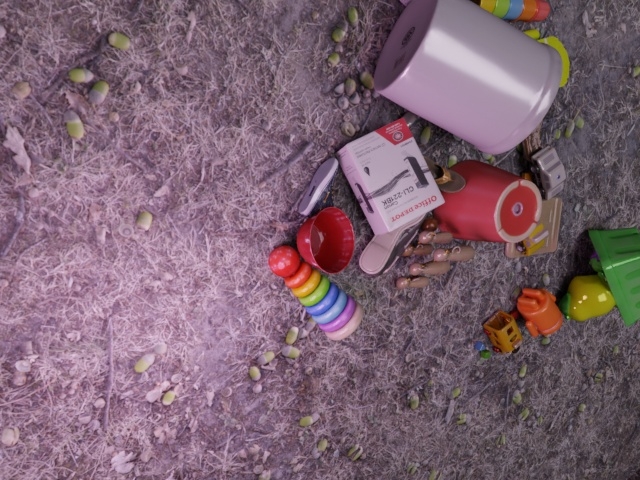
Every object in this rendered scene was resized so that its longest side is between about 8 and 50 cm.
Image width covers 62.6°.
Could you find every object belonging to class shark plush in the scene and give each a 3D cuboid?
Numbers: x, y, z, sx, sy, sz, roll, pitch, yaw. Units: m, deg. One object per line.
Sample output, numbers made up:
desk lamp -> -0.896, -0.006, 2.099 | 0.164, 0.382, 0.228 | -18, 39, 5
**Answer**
shark plush -> 0.269, -0.339, 1.583 | 0.067, 0.073, 0.161 | 32, 81, -60

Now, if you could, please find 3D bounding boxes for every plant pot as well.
plant pot -> 0.538, -0.113, 1.669 | 0.275, 0.243, 0.275 | -7, 105, -26

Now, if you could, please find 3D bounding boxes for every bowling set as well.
bowling set -> 0.320, 0.026, 1.656 | 0.154, 0.287, 0.200 | -2, 61, -34

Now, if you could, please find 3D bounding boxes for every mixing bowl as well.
mixing bowl -> 0.000, 0.000, 1.457 | 0.181, 0.098, 0.181 | 1, 88, -47

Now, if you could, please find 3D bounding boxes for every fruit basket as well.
fruit basket -> 1.114, 0.168, 2.074 | 0.392, 0.283, 0.392 | 6, 129, 7

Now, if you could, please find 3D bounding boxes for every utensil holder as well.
utensil holder -> 0.385, -0.460, 1.427 | 0.385, 0.327, 0.327 | 23, 92, -18

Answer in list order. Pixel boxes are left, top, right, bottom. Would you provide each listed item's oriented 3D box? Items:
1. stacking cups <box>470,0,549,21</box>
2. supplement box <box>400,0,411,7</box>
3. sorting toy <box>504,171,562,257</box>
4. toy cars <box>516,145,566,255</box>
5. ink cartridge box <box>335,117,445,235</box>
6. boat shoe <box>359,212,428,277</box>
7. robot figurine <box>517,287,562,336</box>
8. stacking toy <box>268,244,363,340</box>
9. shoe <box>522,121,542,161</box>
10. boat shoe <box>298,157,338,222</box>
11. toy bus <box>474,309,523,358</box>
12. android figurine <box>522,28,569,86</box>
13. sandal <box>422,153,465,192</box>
stacking cups -> 0.580, -0.720, 1.616 | 0.316, 0.096, 0.096 | -8, 106, -25
supplement box -> 0.312, -0.687, 1.496 | 0.188, 0.081, 0.104 | 31, 88, -30
sorting toy -> 0.775, -0.097, 1.917 | 0.229, 0.041, 0.307 | -5, 105, -22
toy cars -> 0.767, -0.124, 1.818 | 0.176, 0.087, 0.393 | 5, 106, -28
ink cartridge box -> 0.197, -0.176, 1.495 | 0.197, 0.114, 0.273 | -28, 94, -15
boat shoe -> 0.234, -0.028, 1.627 | 0.335, 0.112, 0.095 | -53, 159, -6
robot figurine -> 0.829, 0.268, 1.983 | 0.128, 0.158, 0.219 | -28, 121, 25
stacking toy -> -0.027, 0.141, 1.519 | 0.141, 0.141, 0.330 | -48, 112, -8
shoe -> 0.717, -0.377, 1.806 | 0.076, 0.058, 0.219 | -8, 104, -4
boat shoe -> 0.014, -0.141, 1.498 | 0.083, 0.065, 0.183 | 27, 97, -34
toy bus -> 0.691, 0.361, 1.949 | 0.202, 0.104, 0.191 | 5, 101, -28
android figurine -> 0.706, -0.565, 1.721 | 0.273, 0.056, 0.248 | -21, 99, -19
sandal -> 0.361, -0.205, 1.616 | 0.180, 0.049, 0.072 | 35, 94, 4
